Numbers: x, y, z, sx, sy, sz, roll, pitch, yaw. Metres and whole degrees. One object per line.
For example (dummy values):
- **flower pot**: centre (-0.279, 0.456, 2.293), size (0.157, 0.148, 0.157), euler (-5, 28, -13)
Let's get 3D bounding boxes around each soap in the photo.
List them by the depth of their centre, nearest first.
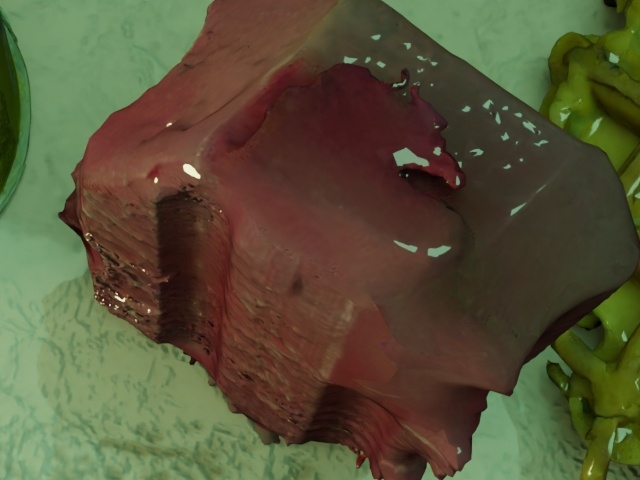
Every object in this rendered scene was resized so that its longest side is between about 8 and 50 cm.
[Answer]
- **soap**: centre (0.000, 0.000, 0.847), size (0.220, 0.325, 0.127), euler (36, 75, 3)

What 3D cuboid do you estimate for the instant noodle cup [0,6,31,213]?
- **instant noodle cup**: centre (-0.232, -0.084, 0.916), size (0.205, 0.153, 0.205), euler (3, 75, -11)

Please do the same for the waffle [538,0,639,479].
- **waffle**: centre (0.283, -0.023, 0.944), size (0.382, 0.095, 0.380), euler (-15, 66, 20)
